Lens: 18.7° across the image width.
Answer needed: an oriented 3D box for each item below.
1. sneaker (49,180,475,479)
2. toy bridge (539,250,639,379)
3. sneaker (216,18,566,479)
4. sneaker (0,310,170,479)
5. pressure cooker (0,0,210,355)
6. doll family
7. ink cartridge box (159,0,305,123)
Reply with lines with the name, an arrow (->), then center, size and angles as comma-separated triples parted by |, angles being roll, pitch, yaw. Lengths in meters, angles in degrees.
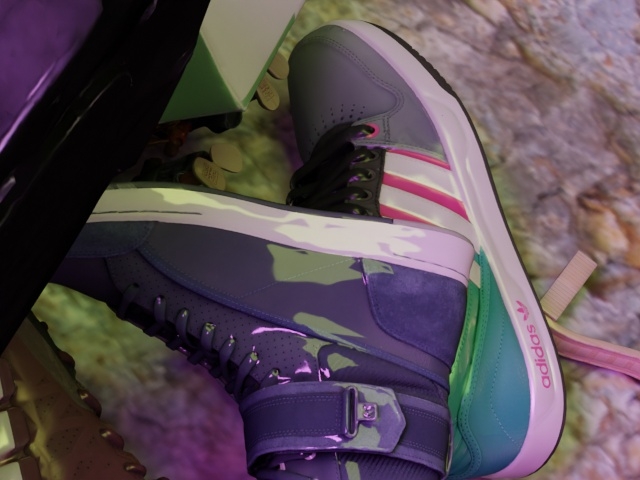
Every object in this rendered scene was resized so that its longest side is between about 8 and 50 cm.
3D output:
sneaker -> -0.045, 0.064, 0.887 | 0.226, 0.086, 0.163 | 8, 75, -5
toy bridge -> 0.141, 0.034, 1.150 | 0.188, 0.026, 0.063 | 38, 49, 6
sneaker -> 0.000, 0.000, 1.047 | 0.178, 0.124, 0.296 | 1, 54, -38
sneaker -> -0.115, 0.112, 0.919 | 0.162, 0.106, 0.281 | 5, 56, -37
pressure cooker -> -0.281, -0.086, 0.646 | 0.420, 0.370, 0.375 | 32, 51, -2
doll family -> -0.086, -0.077, 1.081 | 0.076, 0.111, 0.193 | 50, 41, -18
ink cartridge box -> -0.122, -0.131, 1.023 | 0.093, 0.212, 0.154 | 62, 35, -31
